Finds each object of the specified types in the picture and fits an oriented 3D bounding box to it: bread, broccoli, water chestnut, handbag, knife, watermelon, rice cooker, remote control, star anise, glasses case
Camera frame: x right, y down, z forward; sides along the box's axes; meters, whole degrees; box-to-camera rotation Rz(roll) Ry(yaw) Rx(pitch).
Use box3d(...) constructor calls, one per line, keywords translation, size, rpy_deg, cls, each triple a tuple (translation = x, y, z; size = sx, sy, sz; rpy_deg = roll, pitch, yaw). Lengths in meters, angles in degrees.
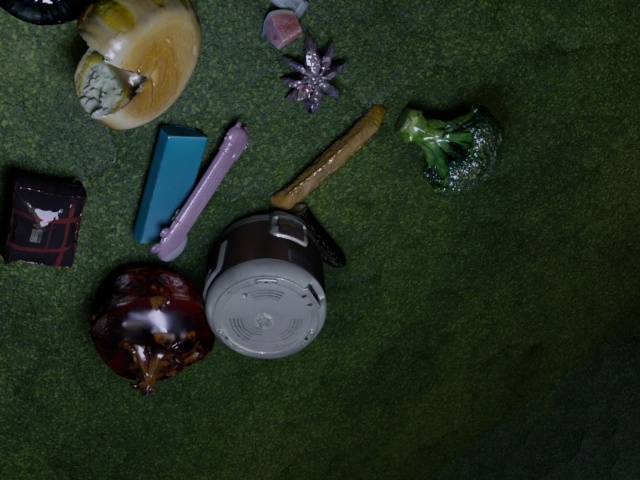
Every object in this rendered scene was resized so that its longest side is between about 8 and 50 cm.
box3d(translation=(-0.380, -0.384, 1.412), size=(0.333, 0.160, 0.333), rpy_deg=(-48, 169, -13), cls="bread")
box3d(translation=(0.349, -0.253, 1.863), size=(0.297, 0.297, 0.298), rpy_deg=(23, 114, -11), cls="broccoli")
box3d(translation=(-0.434, 0.249, 1.790), size=(0.335, 0.347, 0.335), rpy_deg=(-12, 137, -11), cls="water chestnut")
box3d(translation=(-0.634, -0.045, 1.581), size=(0.169, 0.155, 0.215), rpy_deg=(2, 121, -37), cls="handbag")
box3d(translation=(-0.297, -0.120, 1.723), size=(0.399, 0.038, 0.132), rpy_deg=(-56, 162, 3), cls="knife")
box3d(translation=(-0.086, -0.488, 1.587), size=(0.084, 0.072, 0.092), rpy_deg=(-43, 132, -1), cls="watermelon")
box3d(translation=(-0.145, 0.108, 1.839), size=(0.335, 0.325, 0.335), rpy_deg=(-1, 123, -2), cls="rice cooker")
box3d(translation=(-0.082, -0.554, 1.574), size=(0.124, 0.018, 0.053), rpy_deg=(25, 112, -38), cls="remote control")
box3d(translation=(-0.011, -0.402, 1.696), size=(0.180, 0.061, 0.205), rpy_deg=(2, 122, -29), cls="star anise")
box3d(translation=(-0.377, -0.136, 1.706), size=(0.117, 0.070, 0.301), rpy_deg=(-5, 126, -44), cls="glasses case")

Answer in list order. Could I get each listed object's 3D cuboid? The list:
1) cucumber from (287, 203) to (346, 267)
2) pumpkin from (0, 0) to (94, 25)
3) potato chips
box3d(translation=(-0.001, 0.002, 1.997), size=(0.072, 0.072, 0.300), rpy_deg=(-37, 132, 2), cls="cucumber")
box3d(translation=(-0.515, -0.517, 1.283), size=(0.233, 0.163, 0.233), rpy_deg=(-12, 126, -17), cls="pumpkin")
box3d(translation=(0.024, -0.215, 1.848), size=(0.407, 0.080, 0.057), rpy_deg=(-42, 122, 6), cls="potato chips")
